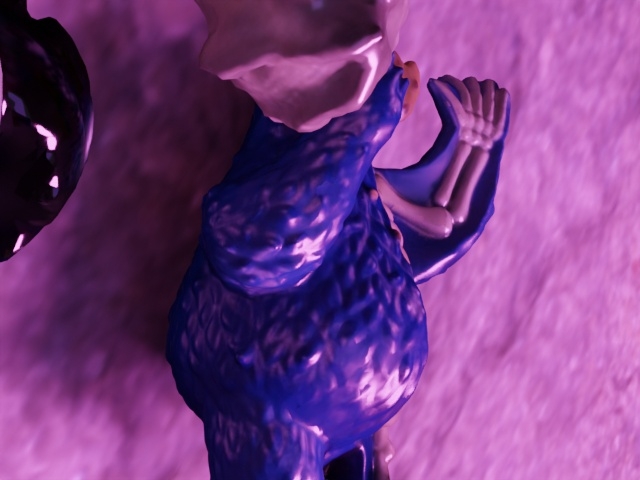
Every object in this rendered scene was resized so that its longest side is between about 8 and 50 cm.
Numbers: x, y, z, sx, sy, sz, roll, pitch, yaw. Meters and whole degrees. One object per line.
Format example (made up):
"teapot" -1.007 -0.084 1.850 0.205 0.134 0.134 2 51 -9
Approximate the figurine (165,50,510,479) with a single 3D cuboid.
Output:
"figurine" -0.004 0.004 0.599 0.164 0.121 0.262 32 62 -54

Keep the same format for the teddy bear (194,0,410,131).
"teddy bear" 0.012 -0.189 0.358 0.375 0.362 0.327 -3 104 -49

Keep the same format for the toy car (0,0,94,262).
"toy car" -0.181 0.017 0.334 0.190 0.255 0.188 28 41 -14
